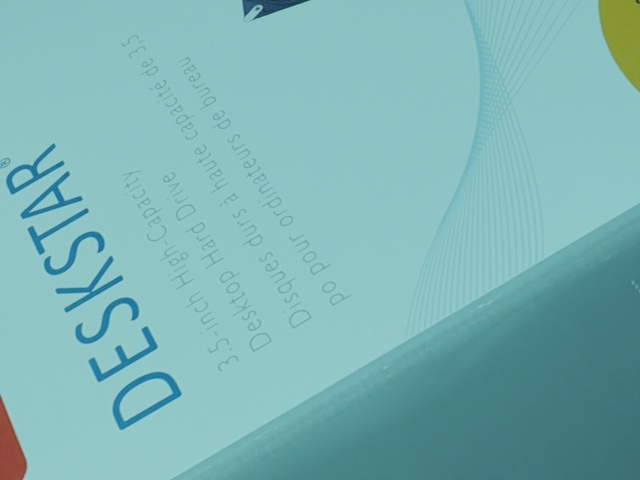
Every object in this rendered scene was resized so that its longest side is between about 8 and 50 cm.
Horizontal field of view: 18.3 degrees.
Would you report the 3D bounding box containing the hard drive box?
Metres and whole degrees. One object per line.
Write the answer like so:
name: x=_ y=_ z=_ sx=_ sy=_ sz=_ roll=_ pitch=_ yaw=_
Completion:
hard drive box: x=0.000 y=0.000 z=0.437 sx=0.232 sy=0.089 sz=0.181 roll=-31 pitch=42 yaw=-3
